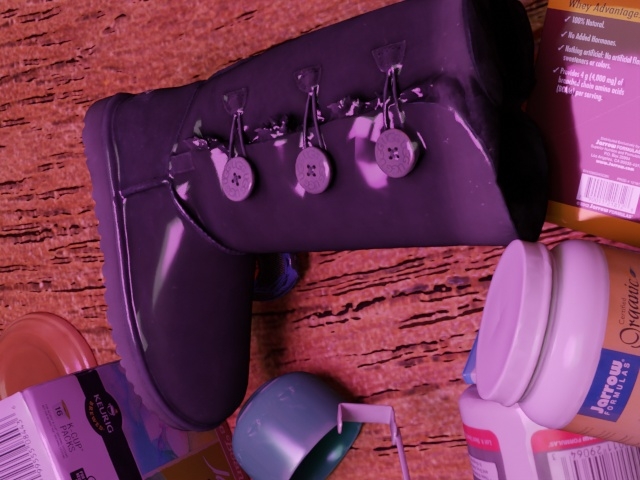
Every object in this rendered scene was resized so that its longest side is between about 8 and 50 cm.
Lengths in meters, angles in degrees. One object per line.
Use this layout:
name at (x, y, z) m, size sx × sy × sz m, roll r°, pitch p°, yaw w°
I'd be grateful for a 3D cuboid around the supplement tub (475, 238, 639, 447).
supplement tub at (0.229, 0.079, 0.736) m, size 0.199 × 0.144 × 0.144 m, roll 12°, pitch 106°, yaw -2°

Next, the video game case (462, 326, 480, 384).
video game case at (0.220, 0.080, 0.903) m, size 0.166 × 0.119 × 0.015 m, roll -13°, pitch 119°, yaw 33°

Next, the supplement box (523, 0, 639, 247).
supplement box at (0.281, -0.101, 0.828) m, size 0.191 × 0.129 × 0.194 m, roll 18°, pitch 106°, yaw 29°

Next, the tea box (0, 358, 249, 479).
tea box at (-0.241, 0.317, 1.088) m, size 0.220 × 0.323 × 0.329 m, roll -26°, pitch 84°, yaw 21°

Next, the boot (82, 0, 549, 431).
boot at (-0.001, -0.002, 0.908) m, size 0.445 × 0.146 × 0.367 m, roll -9°, pitch 101°, yaw 32°

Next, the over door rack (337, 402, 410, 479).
over door rack at (0.091, 0.326, 0.887) m, size 0.324 × 0.108 × 0.240 m, roll -122°, pitch 34°, yaw -61°

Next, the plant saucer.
plant saucer at (-0.380, 0.197, 1.341) m, size 0.200 × 0.037 × 0.200 m, roll 5°, pitch 100°, yaw 32°

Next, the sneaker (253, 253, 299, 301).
sneaker at (-0.119, 0.039, 1.124) m, size 0.221 × 0.087 × 0.083 m, roll -10°, pitch 92°, yaw 33°

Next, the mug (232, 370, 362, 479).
mug at (-0.038, 0.217, 1.074) m, size 0.097 × 0.129 × 0.158 m, roll 39°, pitch 115°, yaw 22°

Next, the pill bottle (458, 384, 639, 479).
pill bottle at (0.239, 0.274, 0.881) m, size 0.176 × 0.176 × 0.319 m, roll -12°, pitch 91°, yaw 33°
